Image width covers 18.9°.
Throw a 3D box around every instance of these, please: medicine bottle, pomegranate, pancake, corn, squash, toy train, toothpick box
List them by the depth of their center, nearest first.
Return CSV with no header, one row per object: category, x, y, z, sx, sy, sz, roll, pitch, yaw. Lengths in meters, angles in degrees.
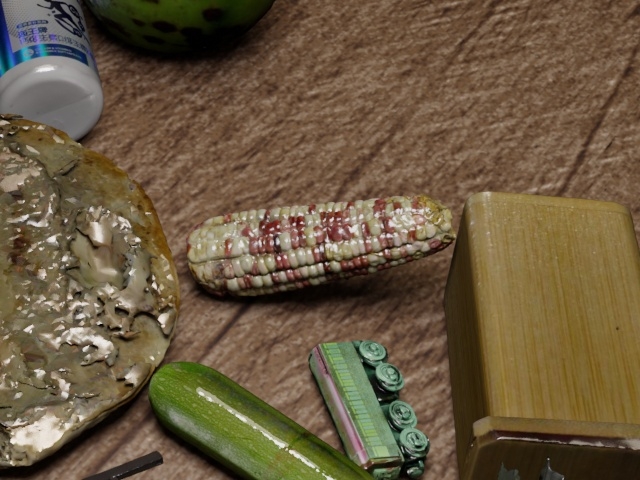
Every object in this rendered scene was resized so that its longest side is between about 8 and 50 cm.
squash,-0.045,0.169,1.559,0.229,0.066,0.066,32,49,20
toothpick box,0.192,0.115,1.581,0.187,0.190,0.308,4,42,-5
toy train,0.042,0.142,1.619,0.071,0.038,0.148,-8,48,-18
pancake,-0.305,0.041,1.629,0.382,0.071,0.382,6,48,-7
corn,0.000,0.000,1.680,0.237,0.079,0.079,-11,45,10
medicine bottle,-0.273,-0.186,1.826,0.107,0.107,0.191,-5,48,-15
pomegranate,-0.161,-0.321,1.844,0.242,0.306,0.242,-28,38,24

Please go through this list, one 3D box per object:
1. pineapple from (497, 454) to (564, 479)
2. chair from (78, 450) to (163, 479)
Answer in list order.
pineapple,0.172,0.325,1.317,0.165,0.165,0.364,-24,78,-29
chair,-0.199,0.240,1.439,0.212,0.084,0.101,-14,33,-23
